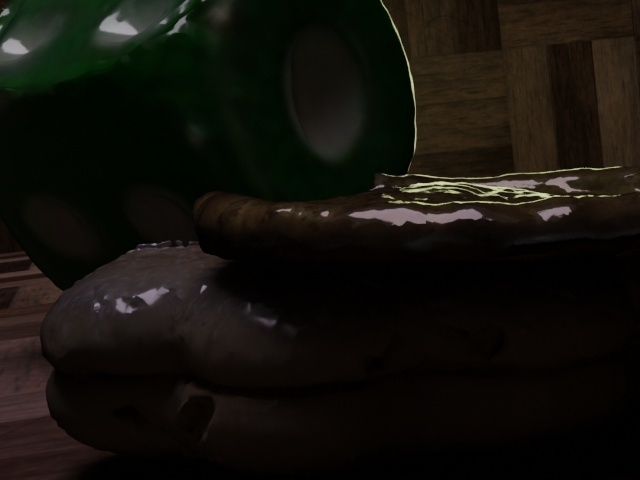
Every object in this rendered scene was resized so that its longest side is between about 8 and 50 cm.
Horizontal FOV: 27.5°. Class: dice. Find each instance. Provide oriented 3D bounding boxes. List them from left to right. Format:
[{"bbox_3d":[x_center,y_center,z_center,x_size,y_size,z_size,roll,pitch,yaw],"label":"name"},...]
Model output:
[{"bbox_3d":[-0.112,-0.111,1.152,0.300,0.287,0.297,-2,45,36],"label":"dice"}]

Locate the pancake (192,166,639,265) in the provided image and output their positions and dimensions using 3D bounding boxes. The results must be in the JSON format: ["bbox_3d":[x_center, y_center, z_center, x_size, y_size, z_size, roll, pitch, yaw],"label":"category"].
[{"bbox_3d":[0.078,-0.016,0.628,0.288,0.033,0.286,-3,7,-17],"label":"pancake"}]

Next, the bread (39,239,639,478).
[{"bbox_3d":[0.036,0.053,0.625,0.337,0.102,0.183,-4,8,-6],"label":"bread"}]
